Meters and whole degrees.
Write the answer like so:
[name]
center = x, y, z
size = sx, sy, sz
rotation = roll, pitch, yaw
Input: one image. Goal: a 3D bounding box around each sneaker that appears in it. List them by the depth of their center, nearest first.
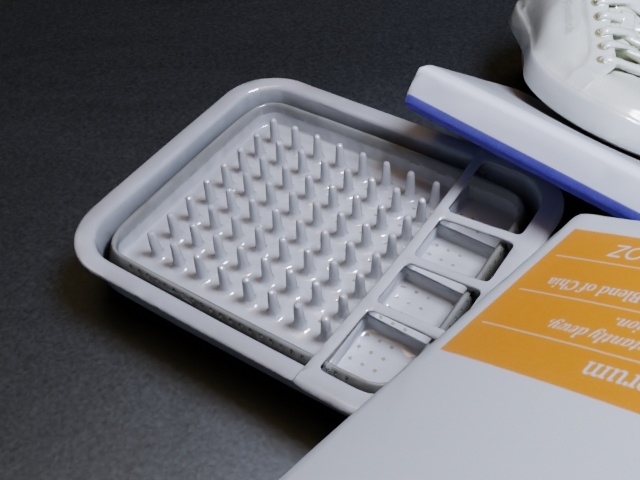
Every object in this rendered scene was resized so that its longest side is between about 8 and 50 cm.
[sneaker]
center = 0.238, -0.183, 0.738
size = 0.106, 0.123, 0.290
rotation = 16, 34, -17

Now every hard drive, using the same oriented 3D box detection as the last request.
[hard drive]
center = 0.247, -0.050, 0.695
size = 0.319, 0.040, 0.210
rotation = 34, 20, 30

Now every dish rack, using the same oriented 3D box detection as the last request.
[dish rack]
center = 0.000, 0.000, 0.717
size = 0.333, 0.072, 0.285
rotation = 25, 54, 24

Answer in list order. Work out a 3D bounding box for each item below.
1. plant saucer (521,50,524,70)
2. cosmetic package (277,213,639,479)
[plant saucer]
center = 0.301, -0.166, 0.866
size = 0.200, 0.037, 0.200
rotation = 0, 41, 0
[cosmetic package]
center = 0.089, 0.181, 0.399
size = 0.453, 0.161, 0.230
rotation = -38, 24, -22
